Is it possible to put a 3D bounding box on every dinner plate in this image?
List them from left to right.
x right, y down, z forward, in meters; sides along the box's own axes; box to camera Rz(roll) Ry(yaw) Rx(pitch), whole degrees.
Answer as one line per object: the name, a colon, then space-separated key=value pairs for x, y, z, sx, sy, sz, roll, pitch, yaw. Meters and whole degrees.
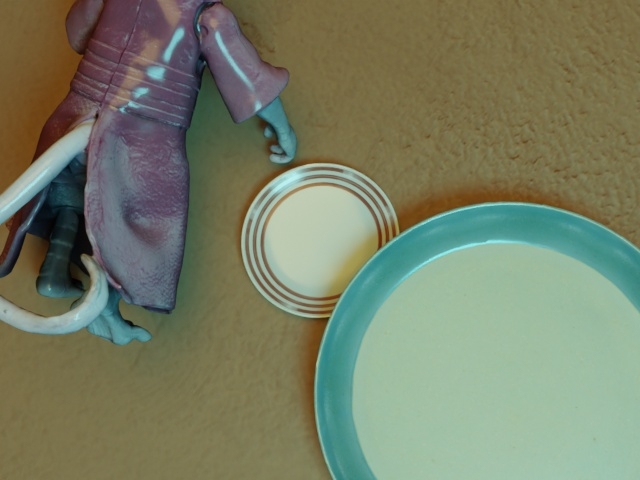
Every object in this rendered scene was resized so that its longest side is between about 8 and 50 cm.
dinner plate: x=0.000 y=0.000 z=0.860 sx=0.141 sy=0.017 sz=0.141 roll=-2 pitch=77 yaw=7

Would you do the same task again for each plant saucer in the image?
plant saucer: x=0.154 y=0.126 z=0.794 sx=0.317 sy=0.044 sz=0.317 roll=-1 pitch=78 yaw=6

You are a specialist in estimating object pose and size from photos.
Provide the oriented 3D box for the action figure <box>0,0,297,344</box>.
action figure: x=-0.167 y=-0.122 z=0.794 sx=0.248 sy=0.276 sz=0.370 roll=20 pitch=93 yaw=18
